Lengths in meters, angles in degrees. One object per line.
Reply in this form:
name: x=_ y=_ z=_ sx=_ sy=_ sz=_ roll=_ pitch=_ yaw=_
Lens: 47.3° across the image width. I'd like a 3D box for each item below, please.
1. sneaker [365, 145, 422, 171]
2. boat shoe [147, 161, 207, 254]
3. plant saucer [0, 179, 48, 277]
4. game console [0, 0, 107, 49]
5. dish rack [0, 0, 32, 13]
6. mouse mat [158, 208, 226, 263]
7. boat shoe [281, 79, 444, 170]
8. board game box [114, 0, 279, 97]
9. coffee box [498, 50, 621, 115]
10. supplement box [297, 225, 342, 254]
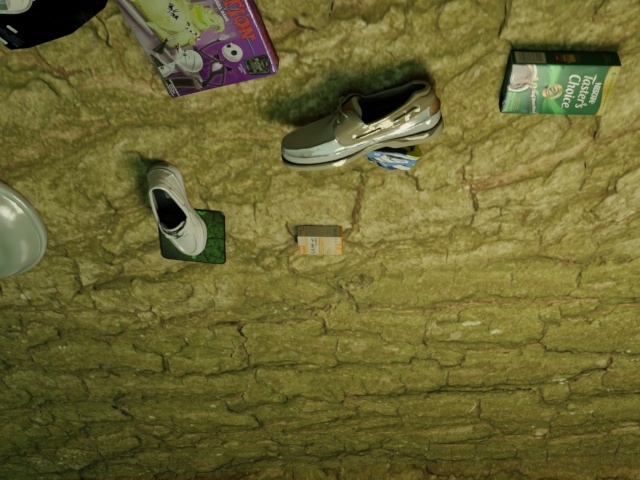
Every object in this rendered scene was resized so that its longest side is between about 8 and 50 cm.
sneaker: x=0.120 y=-0.166 z=1.405 sx=0.144 sy=0.053 sz=0.059 roll=14 pitch=141 yaw=-10
boat shoe: x=-0.312 y=-0.045 z=1.550 sx=0.095 sy=0.084 sz=0.258 roll=-8 pitch=136 yaw=11
plant saucer: x=-0.824 y=-0.012 z=1.626 sx=0.401 sy=0.100 sz=0.400 roll=3 pitch=141 yaw=2
game console: x=-0.514 y=-0.431 z=1.099 sx=0.213 sy=0.044 sz=0.361 roll=-20 pitch=146 yaw=26
dish rack: x=-0.541 y=-0.424 z=0.977 sx=0.286 sy=0.072 sz=0.333 roll=0 pitch=154 yaw=-9
mouse mat: x=-0.291 y=-0.009 z=1.662 sx=0.153 sy=0.007 sz=0.189 roll=5 pitch=139 yaw=-2
boat shoe: x=0.065 y=-0.214 z=1.316 sx=0.302 sy=0.113 sz=0.103 roll=-15 pitch=136 yaw=6
board game box: x=-0.220 y=-0.391 z=1.166 sx=0.208 sy=0.056 sz=0.347 roll=-13 pitch=138 yaw=13
coffee box: x=0.411 y=-0.271 z=1.264 sx=0.184 sy=0.040 sz=0.113 roll=2 pitch=140 yaw=2
supplement box: x=0.000 y=0.000 z=1.625 sx=0.098 sy=0.036 sz=0.062 roll=1 pitch=140 yaw=4
